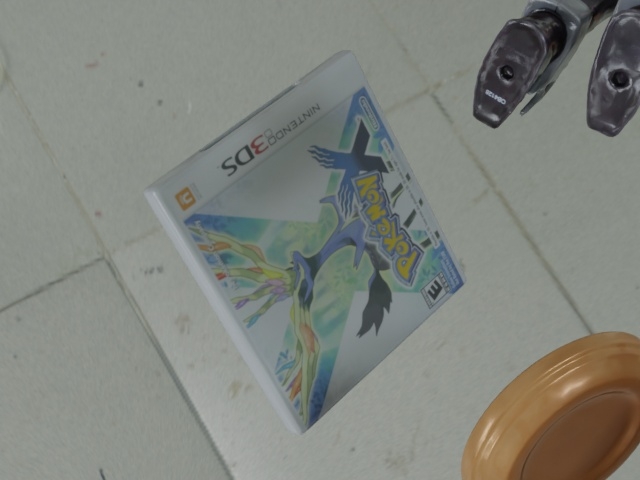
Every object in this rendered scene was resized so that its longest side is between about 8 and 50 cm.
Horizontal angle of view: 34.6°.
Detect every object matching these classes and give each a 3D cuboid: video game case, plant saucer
[{"bbox_3d":[0.000,0.000,1.165,0.300,0.036,0.329,-39,113,-27],"label":"video game case"},{"bbox_3d":[0.213,0.166,0.881,0.200,0.200,0.037,-23,44,-15],"label":"plant saucer"}]

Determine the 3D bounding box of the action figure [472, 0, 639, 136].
[{"bbox_3d":[0.215,-0.164,0.707,0.185,0.099,0.285,24,41,25],"label":"action figure"}]
